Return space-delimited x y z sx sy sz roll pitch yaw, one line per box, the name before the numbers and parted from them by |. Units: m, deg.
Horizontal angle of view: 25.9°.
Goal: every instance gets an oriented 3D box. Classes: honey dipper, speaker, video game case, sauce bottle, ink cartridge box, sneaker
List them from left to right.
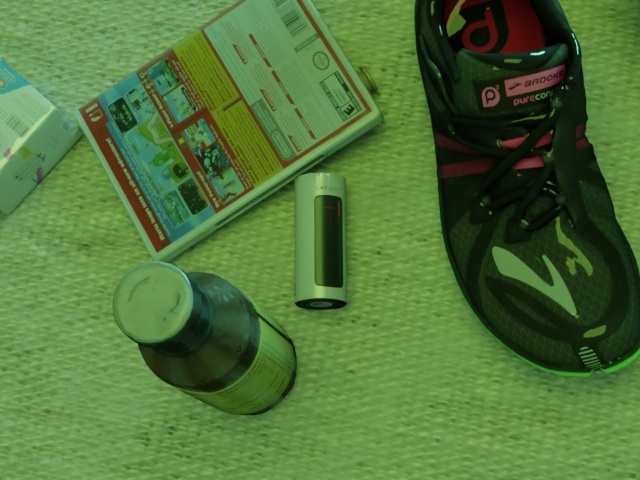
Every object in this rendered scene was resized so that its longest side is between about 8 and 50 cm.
ink cartridge box | -0.347 -0.103 1.503 0.092 0.090 0.143 41 86 17
sauce bottle | -0.105 0.088 1.282 0.111 0.344 0.111 -3 74 11
video game case | -0.101 -0.133 1.486 0.285 0.025 0.204 -33 71 6
honey dipper | -0.013 -0.130 1.487 0.160 0.030 0.030 -33 73 2
speaker | 0.000 0.000 1.438 0.055 0.055 0.136 -2 75 9
sneaker | 0.183 -0.095 1.355 0.185 0.202 0.483 -19 73 5
